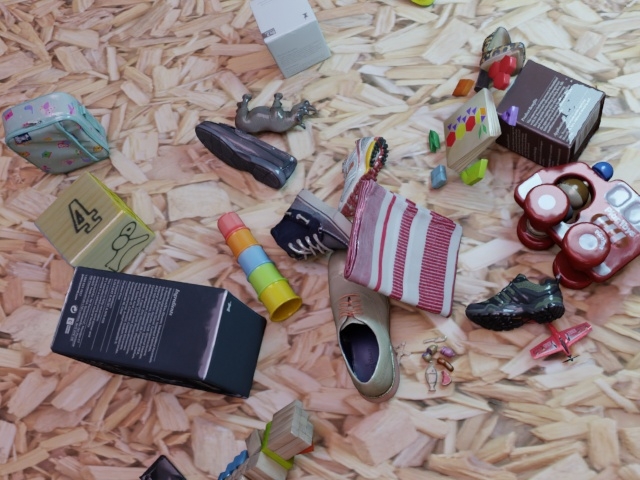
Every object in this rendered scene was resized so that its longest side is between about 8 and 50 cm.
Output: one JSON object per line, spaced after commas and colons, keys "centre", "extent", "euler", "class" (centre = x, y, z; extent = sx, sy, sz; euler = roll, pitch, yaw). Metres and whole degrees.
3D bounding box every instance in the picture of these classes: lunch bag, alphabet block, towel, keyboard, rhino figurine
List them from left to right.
{"centre": [-0.722, -0.291, 2.120], "extent": [0.224, 0.279, 0.108], "euler": [-15, 71, 7], "class": "lunch bag"}
{"centre": [-0.596, -0.030, 2.040], "extent": [0.197, 0.192, 0.193], "euler": [-46, 68, -5], "class": "alphabet block"}
{"centre": [-0.358, 0.610, 1.830], "extent": [0.180, 0.023, 0.108], "euler": [39, 77, 25], "class": "keyboard"}
{"centre": [-0.124, -0.342, 2.094], "extent": [0.243, 0.073, 0.106], "euler": [0, 66, 13], "class": "rhino figurine"}
{"centre": [0.201, 0.024, 1.757], "extent": [0.037, 0.329, 0.237], "euler": [-11, 62, 51], "class": "towel"}

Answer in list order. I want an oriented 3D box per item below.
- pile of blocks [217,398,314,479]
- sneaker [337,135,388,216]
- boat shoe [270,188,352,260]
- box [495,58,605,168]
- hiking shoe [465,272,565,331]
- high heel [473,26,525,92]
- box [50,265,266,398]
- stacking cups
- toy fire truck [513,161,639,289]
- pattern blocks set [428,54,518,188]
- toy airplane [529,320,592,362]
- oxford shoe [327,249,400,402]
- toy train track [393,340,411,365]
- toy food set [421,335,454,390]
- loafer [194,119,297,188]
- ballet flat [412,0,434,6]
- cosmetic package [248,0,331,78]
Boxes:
{"centre": [-0.134, 0.534, 1.768], "extent": [0.112, 0.149, 0.362], "euler": [41, 95, -19], "class": "pile of blocks"}
{"centre": [0.097, -0.163, 1.973], "extent": [0.092, 0.088, 0.225], "euler": [12, 72, 40], "class": "sneaker"}
{"centre": [0.000, 0.000, 1.859], "extent": [0.158, 0.127, 0.340], "euler": [-50, 31, -1], "class": "boat shoe"}
{"centre": [0.547, -0.291, 1.844], "extent": [0.203, 0.167, 0.168], "euler": [32, 81, 23], "class": "box"}
{"centre": [0.444, 0.137, 1.758], "extent": [0.226, 0.086, 0.114], "euler": [-9, 50, 26], "class": "hiking shoe"}
{"centre": [0.457, -0.490, 1.900], "extent": [0.093, 0.261, 0.186], "euler": [21, 78, -7], "class": "high heel"}
{"centre": [-0.371, 0.223, 1.828], "extent": [0.395, 0.293, 0.212], "euler": [7, 72, 18], "class": "box"}
{"centre": [-0.170, 0.058, 1.944], "extent": [0.096, 0.096, 0.316], "euler": [-38, 65, -1], "class": "stacking cups"}
{"centre": [0.604, -0.054, 1.747], "extent": [0.254, 0.169, 0.302], "euler": [-34, 66, -9], "class": "toy fire truck"}
{"centre": [0.361, -0.267, 1.841], "extent": [0.026, 0.325, 0.286], "euler": [11, 72, -25], "class": "pattern blocks set"}
{"centre": [0.529, 0.208, 1.739], "extent": [0.151, 0.028, 0.151], "euler": [-4, 68, 11], "class": "toy airplane"}
{"centre": [0.093, 0.173, 1.800], "extent": [0.140, 0.146, 0.397], "euler": [-22, 62, 9], "class": "oxford shoe"}
{"centre": [0.184, 0.277, 1.813], "extent": [0.048, 0.014, 0.083], "euler": [13, 75, 19], "class": "toy train track"}
{"centre": [0.276, 0.284, 1.783], "extent": [0.077, 0.019, 0.122], "euler": [-13, 68, 10], "class": "toy food set"}
{"centre": [-0.199, -0.245, 2.075], "extent": [0.302, 0.109, 0.095], "euler": [32, 62, 17], "class": "loafer"}
{"centre": [0.220, -0.722, 2.140], "extent": [0.231, 0.077, 0.077], "euler": [28, 80, 22], "class": "ballet flat"}
{"centre": [-0.081, -0.577, 2.108], "extent": [0.151, 0.184, 0.151], "euler": [-24, 66, 5], "class": "cosmetic package"}
